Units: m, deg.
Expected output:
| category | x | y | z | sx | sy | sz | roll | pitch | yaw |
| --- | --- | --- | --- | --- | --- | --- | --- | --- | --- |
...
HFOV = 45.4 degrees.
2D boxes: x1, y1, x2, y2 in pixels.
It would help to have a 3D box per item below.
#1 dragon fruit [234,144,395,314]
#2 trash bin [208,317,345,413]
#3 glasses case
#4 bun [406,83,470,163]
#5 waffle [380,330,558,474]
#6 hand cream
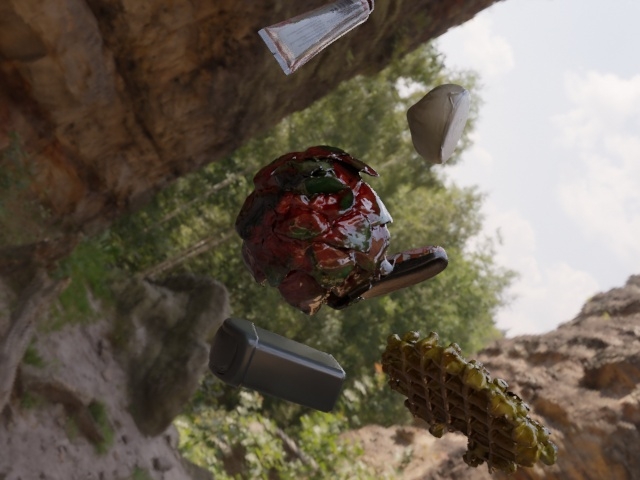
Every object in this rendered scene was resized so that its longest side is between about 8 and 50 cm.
| category | x | y | z | sx | sy | sz | roll | pitch | yaw |
| --- | --- | --- | --- | --- | --- | --- | --- | --- | --- |
| dragon fruit | -0.004 | -0.008 | 0.854 | 0.182 | 0.182 | 0.189 | -127 | -160 | -81 |
| trash bin | -0.085 | 0.225 | 1.403 | 0.236 | 0.101 | 0.176 | 21 | -1 | -10 |
| glasses case | 0.155 | 0.076 | 1.710 | 0.103 | 0.266 | 0.067 | 66 | 8 | -63 |
| bun | 0.192 | -0.204 | 1.302 | 0.094 | 0.138 | 0.138 | 21 | -17 | 20 |
| waffle | 0.178 | 0.209 | 0.990 | 0.232 | 0.051 | 0.228 | 51 | -24 | -9 |
| hand cream | 0.002 | -0.290 | 1.043 | 0.043 | 0.209 | 0.067 | -22 | -77 | 51 |
